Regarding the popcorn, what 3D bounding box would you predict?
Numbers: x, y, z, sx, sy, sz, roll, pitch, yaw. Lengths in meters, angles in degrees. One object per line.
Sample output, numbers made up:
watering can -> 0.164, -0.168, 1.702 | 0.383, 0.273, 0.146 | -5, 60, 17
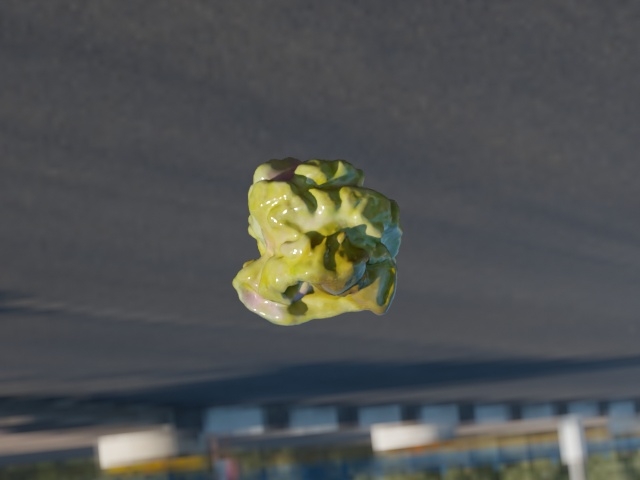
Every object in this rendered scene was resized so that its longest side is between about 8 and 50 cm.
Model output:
popcorn -> 0.000, 0.000, 1.386 | 0.126, 0.126, 0.145 | 6, 160, -17
